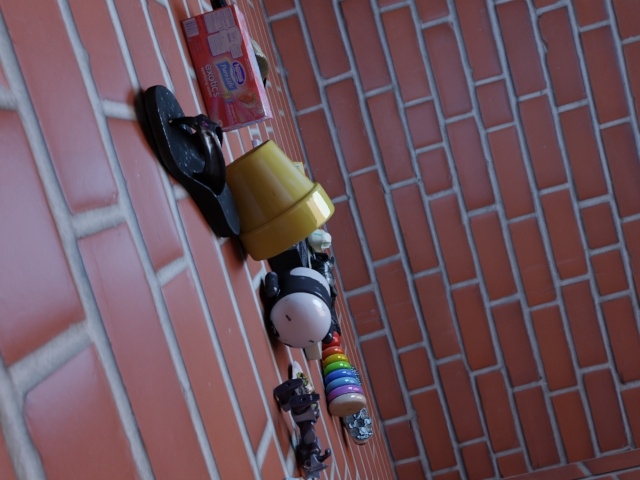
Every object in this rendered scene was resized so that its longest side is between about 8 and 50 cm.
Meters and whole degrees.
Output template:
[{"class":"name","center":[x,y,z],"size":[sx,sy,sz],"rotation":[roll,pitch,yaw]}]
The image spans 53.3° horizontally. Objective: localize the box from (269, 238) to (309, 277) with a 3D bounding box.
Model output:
[{"class":"box","center":[-0.105,0.016,2.069],"size":[0.261,0.103,0.184],"rotation":[-98,175,-51]}]

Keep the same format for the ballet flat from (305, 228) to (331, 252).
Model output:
[{"class":"ballet flat","center":[0.000,0.000,2.269],"size":[0.248,0.086,0.086],"rotation":[47,28,-82]}]

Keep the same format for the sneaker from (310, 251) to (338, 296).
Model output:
[{"class":"sneaker","center":[0.012,0.116,2.090],"size":[0.227,0.087,0.130],"rotation":[76,15,-69]}]

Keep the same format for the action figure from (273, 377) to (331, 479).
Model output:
[{"class":"action figure","center":[-0.030,0.487,1.614],"size":[0.185,0.099,0.284],"rotation":[-128,-159,-57]}]

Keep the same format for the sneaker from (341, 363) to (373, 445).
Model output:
[{"class":"sneaker","center":[0.118,0.663,2.561],"size":[0.146,0.123,0.330],"rotation":[98,-16,-55]}]

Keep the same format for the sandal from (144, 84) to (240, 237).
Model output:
[{"class":"sandal","center":[-0.234,-0.169,1.326],"size":[0.445,0.107,0.167],"rotation":[64,12,-58]}]

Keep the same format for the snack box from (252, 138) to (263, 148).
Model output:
[{"class":"snack box","center":[-0.212,-0.322,2.303],"size":[0.178,0.022,0.064],"rotation":[-9,83,-84]}]

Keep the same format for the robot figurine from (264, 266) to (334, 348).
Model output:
[{"class":"robot figurine","center":[-0.058,0.185,1.790],"size":[0.278,0.209,0.173],"rotation":[-93,-172,-66]}]

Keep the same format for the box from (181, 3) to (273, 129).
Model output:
[{"class":"box","center":[-0.245,-0.456,1.717],"size":[0.142,0.154,0.299],"rotation":[-63,136,-81]}]

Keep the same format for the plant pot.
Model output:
[{"class":"plant pot","center":[-0.131,-0.113,1.619],"size":[0.239,0.254,0.254],"rotation":[57,11,-14]}]

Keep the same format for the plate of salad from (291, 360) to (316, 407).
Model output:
[{"class":"plate of salad","center":[-0.042,0.445,1.846],"size":[0.200,0.048,0.199],"rotation":[-14,90,-84]}]

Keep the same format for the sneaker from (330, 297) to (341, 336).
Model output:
[{"class":"sneaker","center":[0.013,0.270,2.609],"size":[0.130,0.109,0.286],"rotation":[-107,-171,-70]}]

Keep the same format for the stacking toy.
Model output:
[{"class":"stacking toy","center":[0.066,0.482,2.390],"size":[0.141,0.141,0.330],"rotation":[67,6,-52]}]

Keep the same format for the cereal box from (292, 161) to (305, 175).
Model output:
[{"class":"cereal box","center":[-0.102,-0.145,2.254],"size":[0.240,0.047,0.172],"rotation":[127,-45,-60]}]

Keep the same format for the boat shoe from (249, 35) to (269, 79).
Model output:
[{"class":"boat shoe","center":[-0.230,-0.572,1.919],"size":[0.285,0.105,0.089],"rotation":[60,6,-71]}]

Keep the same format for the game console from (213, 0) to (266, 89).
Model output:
[{"class":"game console","center":[-0.285,-0.671,2.212],"size":[0.361,0.044,0.213],"rotation":[65,-14,-3]}]

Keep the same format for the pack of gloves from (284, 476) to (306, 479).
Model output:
[{"class":"pack of gloves","center":[-0.030,0.647,1.479],"size":[0.232,0.046,0.195],"rotation":[59,16,-67]}]

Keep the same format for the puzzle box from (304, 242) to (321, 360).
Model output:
[{"class":"puzzle box","center":[-0.044,0.180,2.236],"size":[0.408,0.052,0.272],"rotation":[-91,171,-54]}]
